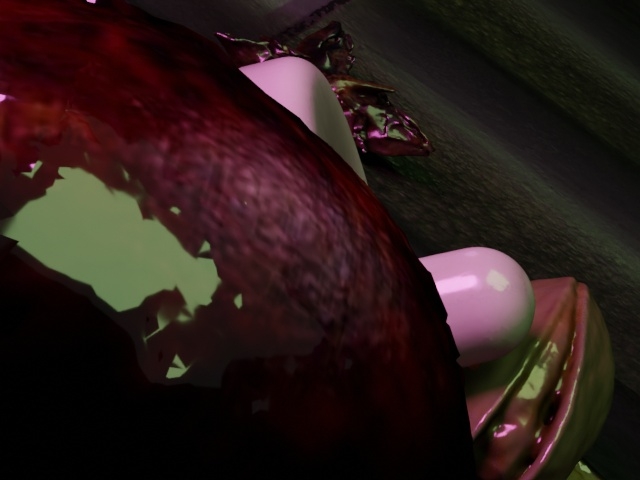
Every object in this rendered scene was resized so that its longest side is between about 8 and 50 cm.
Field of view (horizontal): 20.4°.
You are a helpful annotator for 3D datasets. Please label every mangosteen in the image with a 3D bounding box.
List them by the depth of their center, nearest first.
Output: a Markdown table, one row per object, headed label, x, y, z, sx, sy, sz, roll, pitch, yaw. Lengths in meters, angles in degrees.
| label | x | y | z | sx | sy | sz | roll | pitch | yaw |
| --- | --- | --- | --- | --- | --- | --- | --- | --- | --- |
| mangosteen | -0.155 | 0.111 | 0.638 | 0.381 | 0.421 | 0.381 | 31 | -18 | 11 |

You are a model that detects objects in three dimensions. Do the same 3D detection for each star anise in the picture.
| label | x | y | z | sx | sy | sz | roll | pitch | yaw |
| --- | --- | --- | --- | --- | --- | --- | --- | --- | --- |
| star anise | 0.012 | -0.137 | 1.569 | 0.212 | 0.053 | 0.157 | 34 | 27 | 1 |

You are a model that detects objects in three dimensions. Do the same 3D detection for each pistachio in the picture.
| label | x | y | z | sx | sy | sz | roll | pitch | yaw |
| --- | --- | --- | --- | --- | --- | --- | --- | --- | --- |
| pistachio | 0.137 | 0.103 | 1.220 | 0.136 | 0.136 | 0.226 | 36 | 32 | 1 |

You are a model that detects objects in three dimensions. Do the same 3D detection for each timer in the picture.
| label | x | y | z | sx | sy | sz | roll | pitch | yaw |
| --- | --- | --- | --- | --- | --- | --- | --- | --- | --- |
| timer | 0.000 | 0.000 | 1.112 | 0.233 | 0.240 | 0.234 | -13 | 90 | -80 |

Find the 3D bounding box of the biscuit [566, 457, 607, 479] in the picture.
| label | x | y | z | sx | sy | sz | roll | pitch | yaw |
| --- | --- | --- | --- | --- | --- | --- | --- | --- | --- |
| biscuit | 0.186 | 0.184 | 1.275 | 0.083 | 0.018 | 0.081 | 43 | 27 | 16 |
